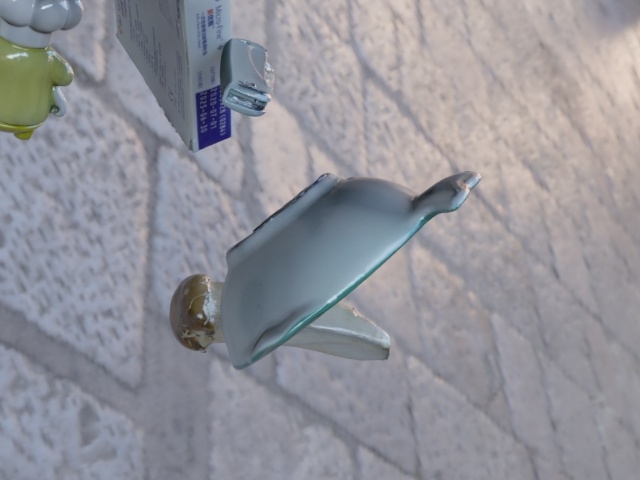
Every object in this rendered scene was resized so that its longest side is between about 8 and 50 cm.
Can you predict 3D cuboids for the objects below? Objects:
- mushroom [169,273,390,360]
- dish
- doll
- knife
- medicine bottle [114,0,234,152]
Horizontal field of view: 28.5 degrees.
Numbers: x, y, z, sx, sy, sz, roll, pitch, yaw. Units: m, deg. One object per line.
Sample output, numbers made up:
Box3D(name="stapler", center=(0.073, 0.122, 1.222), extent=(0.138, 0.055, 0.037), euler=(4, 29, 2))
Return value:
Box3D(name="mushroom", center=(-0.037, 0.076, 1.189), extent=(0.209, 0.084, 0.071), euler=(8, 61, -8))
Box3D(name="dish", center=(0.000, 0.000, 0.959), extent=(0.078, 0.246, 0.224), euler=(52, 25, -3))
Box3D(name="doll", center=(-0.269, -0.167, 1.131), extent=(0.106, 0.162, 0.062), euler=(11, 31, -21))
Box3D(name="knife", center=(-0.052, -0.120, 0.924), extent=(0.044, 0.023, 0.162), euler=(24, 17, -12))
Box3D(name="medicine bottle", center=(-0.130, -0.197, 1.037), extent=(0.171, 0.052, 0.201), euler=(55, -22, 32))
